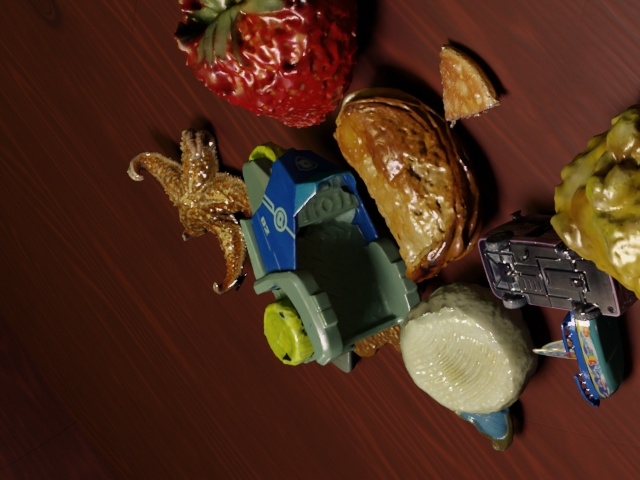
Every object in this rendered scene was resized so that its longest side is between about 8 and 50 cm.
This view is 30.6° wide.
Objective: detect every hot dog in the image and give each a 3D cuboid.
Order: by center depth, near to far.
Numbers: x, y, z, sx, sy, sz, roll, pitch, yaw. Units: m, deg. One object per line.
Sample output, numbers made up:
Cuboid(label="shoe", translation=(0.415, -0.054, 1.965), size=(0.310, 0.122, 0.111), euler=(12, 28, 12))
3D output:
Cuboid(label="hot dog", translation=(0.121, -0.084, 1.524), size=(0.259, 0.114, 0.175), euler=(64, 157, 10))

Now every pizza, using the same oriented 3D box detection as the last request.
Cuboid(label="pizza", translation=(0.175, -0.196, 1.424), size=(0.100, 0.029, 0.099), euler=(-20, 91, 58))

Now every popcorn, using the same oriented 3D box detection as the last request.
Cuboid(label="popcorn", translation=(0.350, -0.040, 1.172), size=(0.200, 0.226, 0.203), euler=(29, 108, -10))

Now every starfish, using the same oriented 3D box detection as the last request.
Cuboid(label="starfish", translation=(-0.205, -0.052, 2.058), size=(0.303, 0.113, 0.312), euler=(60, 148, 0))

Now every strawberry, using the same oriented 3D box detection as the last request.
Cuboid(label="strawberry", translation=(-0.051, -0.280, 1.526), size=(0.261, 0.258, 0.261), euler=(-8, 77, 40))

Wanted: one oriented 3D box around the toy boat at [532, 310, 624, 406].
Cuboid(label="toy boat", translation=(0.314, 0.135, 1.441), size=(0.110, 0.091, 0.175), euler=(1, 124, 36))

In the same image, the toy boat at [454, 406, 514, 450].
Cuboid(label="toy boat", translation=(0.211, 0.223, 1.692), size=(0.185, 0.075, 0.077), euler=(41, 143, 22))

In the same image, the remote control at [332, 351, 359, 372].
Cuboid(label="remote control", translation=(0.033, 0.123, 1.912), size=(0.072, 0.042, 0.222), euler=(31, 139, 38))

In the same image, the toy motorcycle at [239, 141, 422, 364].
Cuboid(label="toy motorcycle", translation=(0.000, 0.000, 1.636), size=(0.200, 0.191, 0.326), euler=(-27, 85, 60))

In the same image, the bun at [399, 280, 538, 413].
Cuboid(label="bun", translation=(0.206, 0.137, 1.575), size=(0.195, 0.118, 0.195), euler=(22, 133, 26))

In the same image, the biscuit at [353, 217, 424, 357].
Cuboid(label="biscuit", translation=(0.061, 0.061, 1.783), size=(0.290, 0.041, 0.208), euler=(44, 132, 15))

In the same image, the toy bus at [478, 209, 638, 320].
Cuboid(label="toy bus", translation=(0.285, 0.023, 1.367), size=(0.199, 0.108, 0.096), euler=(7, 122, 53))
